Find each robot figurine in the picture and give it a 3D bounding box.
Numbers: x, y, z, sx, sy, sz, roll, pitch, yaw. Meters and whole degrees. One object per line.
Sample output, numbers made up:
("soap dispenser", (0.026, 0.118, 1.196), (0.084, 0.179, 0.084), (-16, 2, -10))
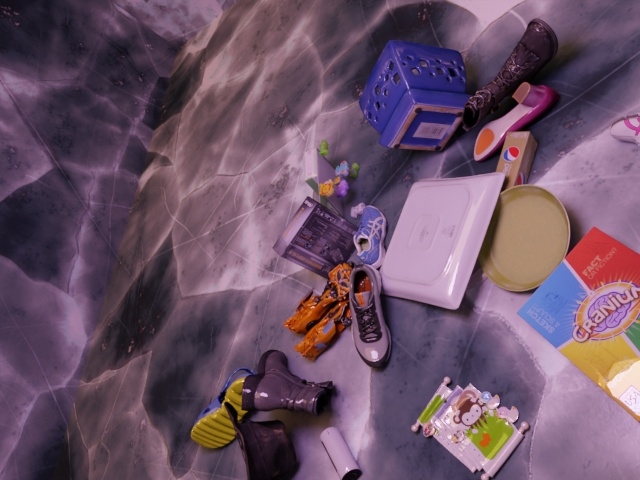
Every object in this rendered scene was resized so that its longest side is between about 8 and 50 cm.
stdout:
("robot figurine", (0.027, 0.189, 1.653), (0.291, 0.085, 0.211), (-49, 40, 13))

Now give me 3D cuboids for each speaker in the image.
("speaker", (0.049, 0.530, 1.436), (0.055, 0.055, 0.136), (-51, 39, 11))

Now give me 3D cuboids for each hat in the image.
("hat", (-0.139, 0.550, 1.521), (0.134, 0.331, 0.331), (-18, 41, -10))

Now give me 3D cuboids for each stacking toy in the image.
("stacking toy", (0.068, -0.191, 1.785), (0.052, 0.167, 0.221), (-26, 48, 34))

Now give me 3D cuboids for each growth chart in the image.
("growth chart", (0.319, 0.396, 1.252), (0.237, 0.021, 0.171), (27, 86, 51))

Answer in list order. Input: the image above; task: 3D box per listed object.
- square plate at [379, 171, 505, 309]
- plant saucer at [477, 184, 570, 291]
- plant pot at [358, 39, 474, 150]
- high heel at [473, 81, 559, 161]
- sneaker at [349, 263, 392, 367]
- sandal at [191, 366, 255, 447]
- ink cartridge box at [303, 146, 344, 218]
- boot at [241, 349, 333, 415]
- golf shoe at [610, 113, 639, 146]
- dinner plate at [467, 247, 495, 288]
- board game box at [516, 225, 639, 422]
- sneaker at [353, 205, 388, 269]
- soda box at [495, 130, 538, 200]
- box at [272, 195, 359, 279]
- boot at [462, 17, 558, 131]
("square plate", (0.280, -0.014, 1.474), (0.344, 0.049, 0.347), (5, 72, 64))
("plant saucer", (0.456, -0.004, 1.303), (0.241, 0.037, 0.240), (-17, 69, 50))
("plant pot", (0.267, -0.378, 1.592), (0.236, 0.236, 0.212), (119, 144, -50))
("high heel", (0.496, -0.291, 1.484), (0.244, 0.117, 0.082), (-62, 34, 33))
("sneaker", (0.116, 0.190, 1.491), (0.100, 0.108, 0.271), (-12, 76, 13))
("sandal", (-0.280, 0.507, 1.781), (0.317, 0.126, 0.138), (-48, 17, 16))
("ink cartridge box", (0.013, -0.151, 1.815), (0.056, 0.171, 0.235), (-18, 53, 24))
("boot", (-0.071, 0.397, 1.587), (0.223, 0.338, 0.118), (4, 100, 7))
("golf shoe", (0.684, -0.212, 1.197), (0.186, 0.068, 0.085), (16, 81, 51))
("dinner plate", (0.362, 0.052, 1.428), (0.141, 0.017, 0.141), (-28, 46, 35))
("board game box", (0.566, 0.151, 1.098), (0.242, 0.064, 0.316), (-52, 39, 10))
("sneaker", (0.141, -0.020, 1.664), (0.080, 0.081, 0.211), (-32, 45, 34))
("soda box", (0.469, -0.172, 1.411), (0.058, 0.061, 0.181), (9, 74, 44))
("box", (0.000, 0.000, 1.687), (0.183, 0.231, 0.056), (-56, 41, 7))
("boot", (0.451, -0.390, 1.421), (0.229, 0.263, 0.091), (-40, 72, -11))
